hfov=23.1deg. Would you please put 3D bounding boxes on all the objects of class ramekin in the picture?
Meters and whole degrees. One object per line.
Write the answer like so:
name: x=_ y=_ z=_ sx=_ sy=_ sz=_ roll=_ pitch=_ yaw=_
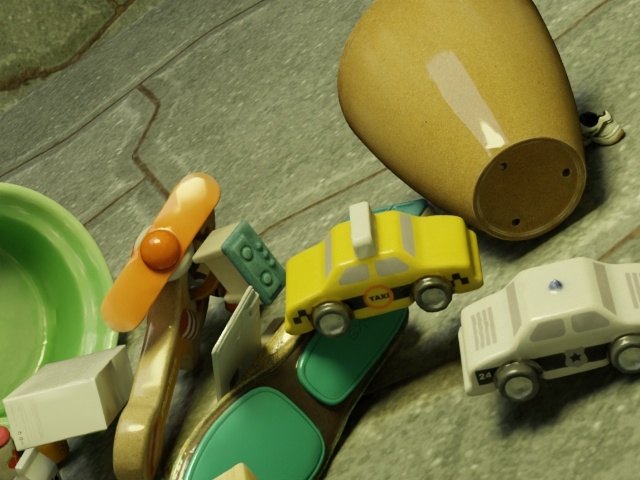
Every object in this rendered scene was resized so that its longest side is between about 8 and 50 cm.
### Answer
ramekin: x=-0.406 y=0.093 z=1.865 sx=0.148 sy=0.303 sz=0.303 roll=-18 pitch=28 yaw=52

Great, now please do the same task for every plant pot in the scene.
plant pot: x=0.165 y=-0.119 z=1.584 sx=0.237 sy=0.237 sz=0.254 roll=-34 pitch=36 yaw=5

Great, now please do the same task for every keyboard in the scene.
keyboard: x=-0.078 y=0.122 z=1.474 sx=0.072 sy=0.014 sz=0.256 roll=-55 pitch=-14 yaw=-21

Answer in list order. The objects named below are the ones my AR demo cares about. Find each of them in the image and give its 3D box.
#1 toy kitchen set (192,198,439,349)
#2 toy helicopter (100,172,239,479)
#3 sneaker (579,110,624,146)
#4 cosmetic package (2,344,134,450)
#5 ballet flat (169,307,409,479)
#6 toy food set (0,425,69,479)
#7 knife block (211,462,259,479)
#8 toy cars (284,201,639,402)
toy kitchen set: x=0.000 y=0.000 z=1.622 sx=0.122 sy=0.166 sz=0.207 roll=-10 pitch=34 yaw=47
toy helicopter: x=-0.160 y=0.087 z=1.652 sx=0.140 sy=0.235 sz=0.355 roll=7 pitch=55 yaw=6
sneaker: x=0.276 y=-0.118 z=1.630 sx=0.083 sy=0.037 sz=0.032 roll=-8 pitch=37 yaw=51
cosmetic package: x=-0.264 y=0.167 z=1.687 sx=0.099 sy=0.060 sz=0.239 roll=-16 pitch=4 yaw=2
ballet flat: x=-0.037 y=0.159 z=1.452 sx=0.123 sy=0.123 sz=0.348 roll=-9 pitch=33 yaw=47
toy food set: x=-0.352 y=0.251 z=1.666 sx=0.111 sy=0.104 sz=0.232 roll=-1 pitch=33 yaw=19
knife block: x=-0.055 y=0.286 z=1.038 sx=0.088 sy=0.275 sz=0.242 roll=-32 pitch=-16 yaw=9
toy cars: x=0.122 y=0.036 z=1.348 sx=0.394 sy=0.087 sz=0.176 roll=15 pitch=49 yaw=41
